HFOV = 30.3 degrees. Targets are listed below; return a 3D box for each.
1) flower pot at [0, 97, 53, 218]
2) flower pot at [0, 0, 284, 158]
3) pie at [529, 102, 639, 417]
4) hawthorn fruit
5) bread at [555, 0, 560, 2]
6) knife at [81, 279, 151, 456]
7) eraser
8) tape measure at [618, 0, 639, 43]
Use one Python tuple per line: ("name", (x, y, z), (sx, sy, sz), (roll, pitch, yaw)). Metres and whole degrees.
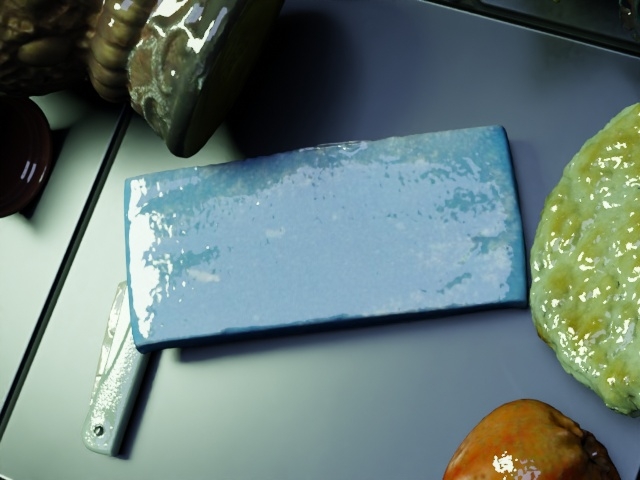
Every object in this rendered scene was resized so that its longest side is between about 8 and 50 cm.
("flower pot", (-0.298, -0.081, 1.003), (0.089, 0.111, 0.111), (18, 83, 32))
("flower pot", (-0.174, -0.206, 0.908), (0.267, 0.266, 0.266), (29, 87, 0))
("pie", (0.276, 0.008, 0.825), (0.274, 0.105, 0.257), (-49, 60, -1))
("hawthorn fruit", (0.146, 0.174, 0.818), (0.128, 0.128, 0.128), (-3, 77, 14))
("bread", (0.249, -0.328, 0.833), (0.377, 0.251, 0.208), (-27, 95, 9))
("knife", (-0.161, 0.093, 0.963), (0.044, 0.023, 0.162), (14, 82, 12))
("eraser", (0.000, 0.000, 0.919), (0.312, 0.042, 0.144), (-7, 76, 9))
("tape measure", (0.406, -0.183, 0.802), (0.351, 0.098, 0.215), (-27, 46, -7))
